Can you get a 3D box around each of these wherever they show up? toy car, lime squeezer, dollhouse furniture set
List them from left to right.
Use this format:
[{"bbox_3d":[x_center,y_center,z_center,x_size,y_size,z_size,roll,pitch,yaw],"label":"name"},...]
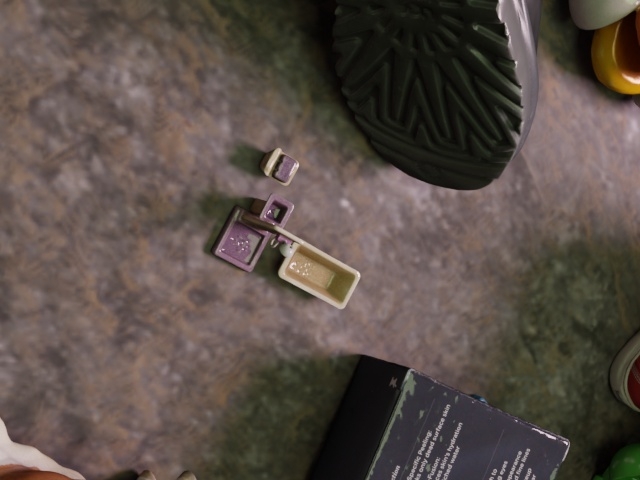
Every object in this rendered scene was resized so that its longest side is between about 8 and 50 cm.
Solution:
[{"bbox_3d":[0.000,0.000,0.702,0.114,0.081,0.091,30,85,-27],"label":"dollhouse furniture set"},{"bbox_3d":[0.293,0.260,0.888,0.059,0.110,0.310,-3,132,-46],"label":"lime squeezer"},{"bbox_3d":[0.310,-0.198,0.792,0.159,0.136,0.182,42,79,-25],"label":"toy car"}]

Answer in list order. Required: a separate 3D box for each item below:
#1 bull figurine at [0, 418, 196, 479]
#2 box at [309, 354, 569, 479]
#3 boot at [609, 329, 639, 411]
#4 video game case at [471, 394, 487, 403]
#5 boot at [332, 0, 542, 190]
[{"bbox_3d":[-0.155,0.215,0.595,0.188,0.101,0.310,-5,56,-38],"label":"bull figurine"},{"bbox_3d":[0.085,0.193,0.756,0.158,0.093,0.155,26,83,-19],"label":"box"},{"bbox_3d":[0.393,0.069,0.856,0.088,0.176,0.244,44,77,-20],"label":"boot"},{"bbox_3d":[0.112,0.232,0.835,0.166,0.015,0.119,-44,114,-13],"label":"video game case"},{"bbox_3d":[0.174,-0.302,0.704,0.445,0.146,0.367,-55,152,-28],"label":"boot"}]
